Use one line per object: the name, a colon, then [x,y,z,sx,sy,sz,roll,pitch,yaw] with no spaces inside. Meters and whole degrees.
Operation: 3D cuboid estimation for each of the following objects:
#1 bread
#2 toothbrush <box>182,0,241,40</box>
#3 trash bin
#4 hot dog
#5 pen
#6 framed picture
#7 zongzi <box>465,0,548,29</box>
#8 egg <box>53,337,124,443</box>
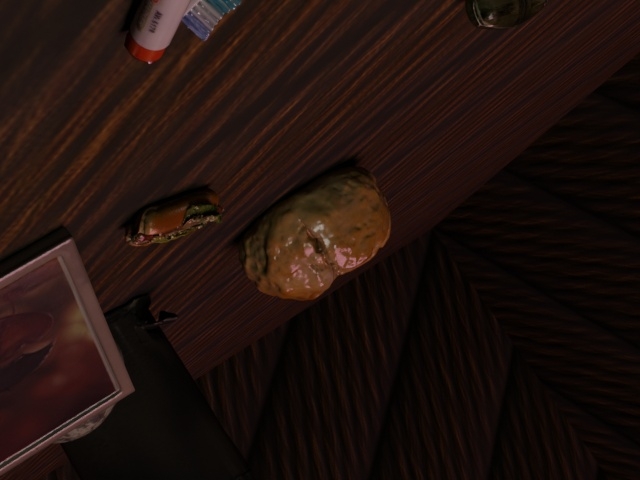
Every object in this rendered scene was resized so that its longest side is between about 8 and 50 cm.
bread: [0.000,0.000,1.482,0.244,0.134,0.244,-37,174,-5]
toothbrush: [0.023,-0.215,0.547,0.304,0.030,0.030,-40,172,26]
trash bin: [-0.246,0.261,1.400,0.252,0.302,0.203,-33,175,11]
hot dog: [-0.141,-0.020,1.034,0.056,0.041,0.133,-40,172,38]
pen: [-0.059,-0.160,0.514,0.028,0.028,0.239,-31,173,-32]
framed picture: [-0.293,0.127,0.962,0.211,0.020,0.290,-31,150,-18]
zongzi: [0.168,-0.233,1.059,0.104,0.052,0.113,-21,180,-32]
egg: [-0.288,0.155,1.164,0.132,0.132,0.172,-38,180,25]
